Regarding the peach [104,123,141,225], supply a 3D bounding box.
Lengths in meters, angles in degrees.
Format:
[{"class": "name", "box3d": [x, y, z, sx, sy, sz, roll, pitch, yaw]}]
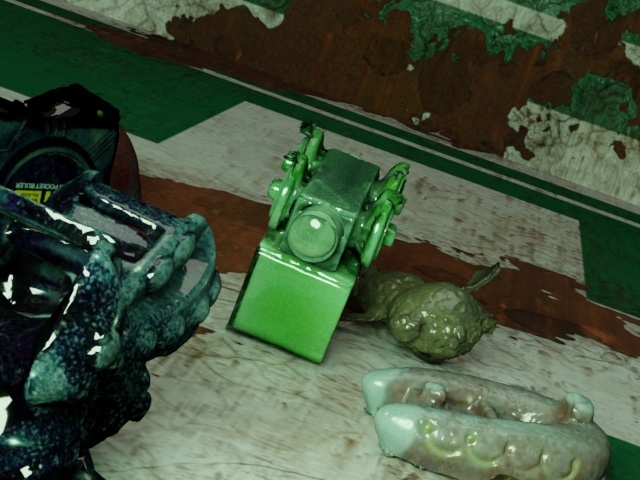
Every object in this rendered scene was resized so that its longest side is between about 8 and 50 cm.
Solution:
[{"class": "peach", "box3d": [-0.250, -0.063, 1.673, 0.152, 0.152, 0.152, 18, 12, -4]}]

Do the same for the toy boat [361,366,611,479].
[{"class": "toy boat", "box3d": [0.152, 0.157, 1.429, 0.227, 0.085, 0.155, 17, 11, -11]}]

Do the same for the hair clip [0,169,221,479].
[{"class": "hair clip", "box3d": [-0.175, 0.069, 1.047, 0.194, 0.206, 0.310, 27, 9, 9]}]

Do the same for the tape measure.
[{"class": "tape measure", "box3d": [-0.282, -0.049, 1.449, 0.199, 0.186, 0.112, 0, 17, -46]}]

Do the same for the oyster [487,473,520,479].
[{"class": "oyster", "box3d": [0.087, 0.228, 1.016, 0.221, 0.096, 0.361, 34, 20, 29]}]

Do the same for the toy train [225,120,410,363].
[{"class": "toy train", "box3d": [0.000, 0.000, 1.610, 0.132, 0.188, 0.243, 23, 21, 2]}]

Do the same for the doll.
[{"class": "doll", "box3d": [0.069, 0.061, 1.760, 0.285, 0.091, 0.202, 15, 16, 35]}]
